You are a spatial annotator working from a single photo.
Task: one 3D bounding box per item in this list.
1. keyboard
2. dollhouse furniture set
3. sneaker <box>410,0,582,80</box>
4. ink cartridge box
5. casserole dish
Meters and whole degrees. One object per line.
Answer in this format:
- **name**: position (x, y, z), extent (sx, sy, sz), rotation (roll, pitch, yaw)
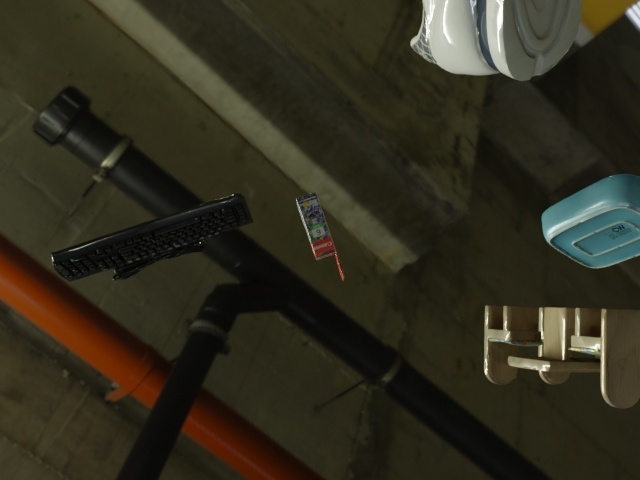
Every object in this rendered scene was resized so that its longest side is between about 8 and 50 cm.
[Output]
- **keyboard**: position (-0.263, 0.008, 1.317), extent (0.201, 0.317, 0.033), rotation (83, 169, -75)
- **dollhouse furniture set**: position (0.324, 0.155, 0.867), extent (0.242, 0.212, 0.161), rotation (4, -95, -20)
- **sneaker**: position (0.085, -0.206, 0.437), extent (0.090, 0.095, 0.235), rotation (-13, -66, -33)
- **ink cartridge box**: position (0.000, 0.000, 1.042), extent (0.063, 0.029, 0.115), rotation (82, 169, -82)
- **casserole dish**: position (0.338, -0.015, 0.946), extent (0.114, 0.188, 0.037), rotation (29, -117, -13)
